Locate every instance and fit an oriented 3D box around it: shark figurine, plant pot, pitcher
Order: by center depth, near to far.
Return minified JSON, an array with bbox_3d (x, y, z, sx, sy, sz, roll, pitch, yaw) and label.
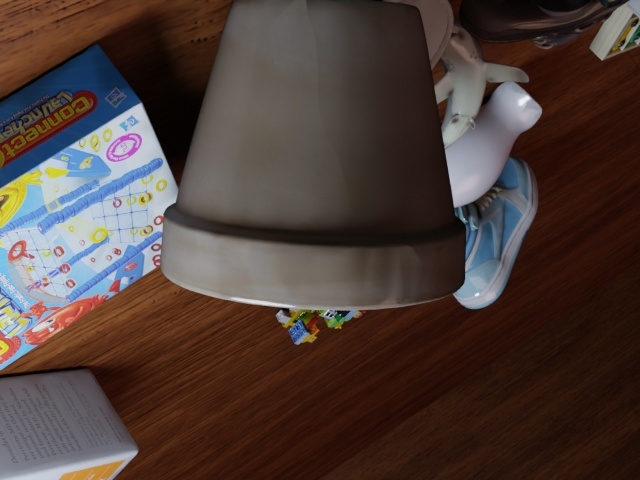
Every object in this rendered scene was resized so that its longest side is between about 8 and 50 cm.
[{"bbox_3d":[0.000,-0.103,0.987,0.323,0.323,0.281,-9,106,-51],"label":"plant pot"},{"bbox_3d":[0.183,-0.207,1.365,0.166,0.116,0.278,6,133,-13],"label":"shark figurine"},{"bbox_3d":[0.248,-0.146,1.565,0.207,0.125,0.178,-45,175,-13],"label":"pitcher"}]

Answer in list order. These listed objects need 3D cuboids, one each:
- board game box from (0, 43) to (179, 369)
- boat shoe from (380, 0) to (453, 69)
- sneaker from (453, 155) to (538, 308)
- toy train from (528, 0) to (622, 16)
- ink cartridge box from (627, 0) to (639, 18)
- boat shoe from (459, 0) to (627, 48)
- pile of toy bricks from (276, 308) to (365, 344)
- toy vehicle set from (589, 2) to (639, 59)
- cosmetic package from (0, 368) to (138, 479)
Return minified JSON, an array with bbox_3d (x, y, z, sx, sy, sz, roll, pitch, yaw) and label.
[{"bbox_3d":[-0.299,-0.013,1.000,0.302,0.086,0.308,-35,158,-11],"label":"board game box"},{"bbox_3d":[0.027,-0.195,1.185,0.319,0.116,0.099,-45,-159,-3],"label":"boat shoe"},{"bbox_3d":[0.274,-0.061,1.714,0.127,0.319,0.208,-10,140,46],"label":"sneaker"},{"bbox_3d":[0.309,-0.398,1.054,0.190,0.142,0.334,-18,142,-3],"label":"toy train"},{"bbox_3d":[0.654,-0.438,1.505,0.211,0.121,0.289,-8,143,-51],"label":"ink cartridge box"},{"bbox_3d":[0.325,-0.321,1.312,0.355,0.132,0.130,-23,153,-31],"label":"boat shoe"},{"bbox_3d":[0.035,0.113,1.692,0.105,0.118,0.212,24,118,-44],"label":"pile of toy bricks"},{"bbox_3d":[0.574,-0.431,1.607,0.166,0.035,0.267,-25,154,-31],"label":"toy vehicle set"},{"bbox_3d":[-0.483,0.311,1.239,0.230,0.161,0.453,-48,156,21],"label":"cosmetic package"}]
